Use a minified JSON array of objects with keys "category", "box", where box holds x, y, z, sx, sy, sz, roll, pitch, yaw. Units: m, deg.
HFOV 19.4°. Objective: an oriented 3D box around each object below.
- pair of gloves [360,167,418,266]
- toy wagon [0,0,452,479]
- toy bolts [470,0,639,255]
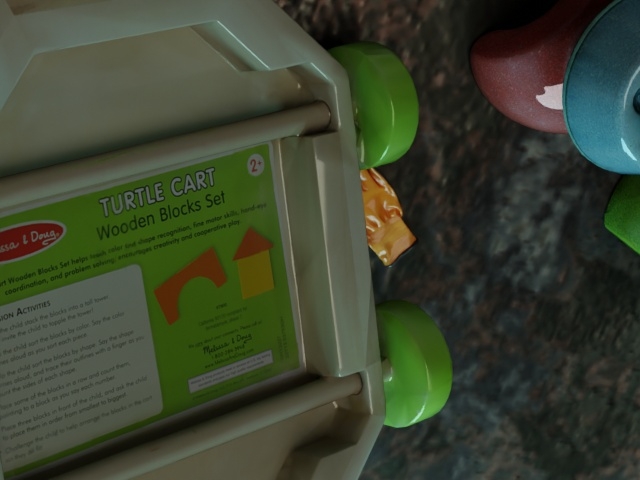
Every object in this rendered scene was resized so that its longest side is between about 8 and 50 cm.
[{"category":"pair of gloves","box":[0.000,0.000,0.860,0.083,0.010,0.074,-37,125,-3]},{"category":"toy wagon","box":[-0.073,-0.013,0.741,0.267,0.068,0.344,-17,104,-40]},{"category":"toy bolts","box":[0.207,-0.053,0.839,0.228,0.158,0.218,34,98,-34]}]
